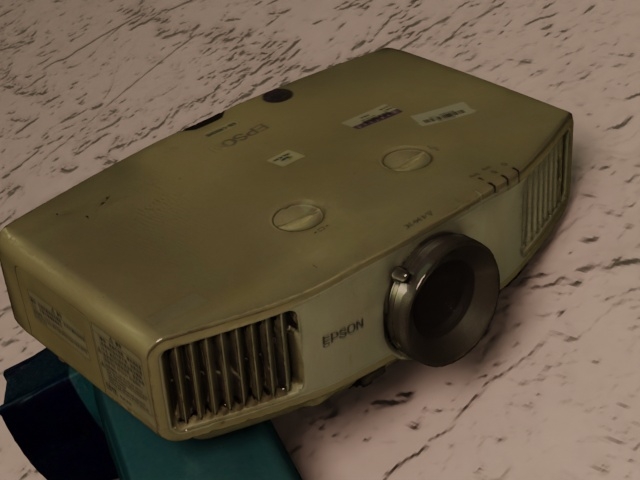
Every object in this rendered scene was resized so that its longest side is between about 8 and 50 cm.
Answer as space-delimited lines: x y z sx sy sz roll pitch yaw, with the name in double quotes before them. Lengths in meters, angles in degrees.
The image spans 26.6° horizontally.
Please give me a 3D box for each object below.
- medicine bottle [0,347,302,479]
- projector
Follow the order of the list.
"medicine bottle" -0.074 0.120 0.663 0.124 0.079 0.258 -32 33 -6
"projector" 0.000 0.000 0.675 0.269 0.088 0.193 -28 38 -30
